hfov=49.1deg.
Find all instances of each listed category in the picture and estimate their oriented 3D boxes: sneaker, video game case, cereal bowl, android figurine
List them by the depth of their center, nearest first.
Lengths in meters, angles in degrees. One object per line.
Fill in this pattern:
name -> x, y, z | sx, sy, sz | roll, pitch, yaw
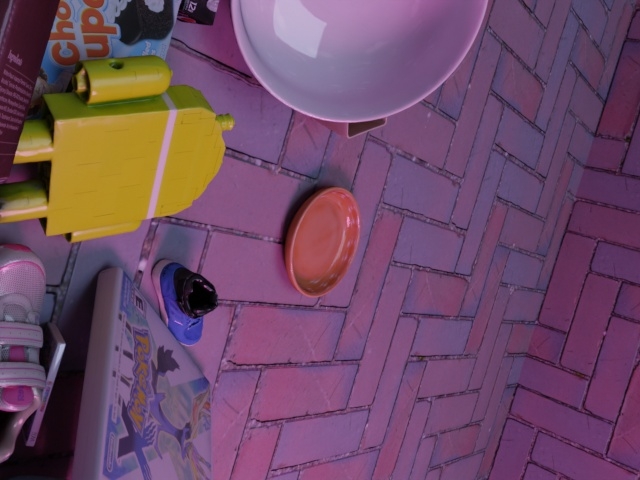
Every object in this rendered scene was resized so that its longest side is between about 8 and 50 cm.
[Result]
sneaker -> -0.341, 0.131, 0.756 | 0.103, 0.111, 0.253 | 6, 100, -55
android figurine -> -0.219, -0.092, 0.771 | 0.272, 0.056, 0.248 | -16, 146, -34
video game case -> -0.326, 0.165, 0.818 | 0.011, 0.087, 0.122 | 17, 92, -30
video game case -> -0.205, 0.245, 0.878 | 0.329, 0.036, 0.300 | -101, 171, -45
cereal bowl -> 0.044, -0.338, 0.930 | 0.338, 0.141, 0.339 | -5, 126, -7
sneaker -> -0.180, 0.100, 0.986 | 0.058, 0.084, 0.152 | -39, 134, -38

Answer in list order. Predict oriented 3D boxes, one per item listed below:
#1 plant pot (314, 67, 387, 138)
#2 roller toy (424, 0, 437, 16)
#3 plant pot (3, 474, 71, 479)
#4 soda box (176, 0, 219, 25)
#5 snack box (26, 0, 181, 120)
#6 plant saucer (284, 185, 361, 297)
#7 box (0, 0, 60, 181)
plant pot -> 0.039, -0.236, 1.123 | 0.109, 0.096, 0.109 | -27, 126, -44
roller toy -> 0.125, -0.390, 1.078 | 0.146, 0.191, 0.210 | -33, 132, -50
plant pot -> -0.317, 0.393, 0.800 | 0.293, 0.292, 0.196 | 64, 27, -45
soda box -> -0.145, -0.352, 0.848 | 0.053, 0.060, 0.169 | 10, 97, -55
snack box -> -0.240, -0.272, 0.755 | 0.187, 0.060, 0.322 | 10, 97, -55
plant saucer -> 0.000, 0.000, 1.230 | 0.200, 0.037, 0.200 | -27, 126, -46
box -> -0.318, -0.163, 0.552 | 0.168, 0.167, 0.203 | 17, 91, -14
